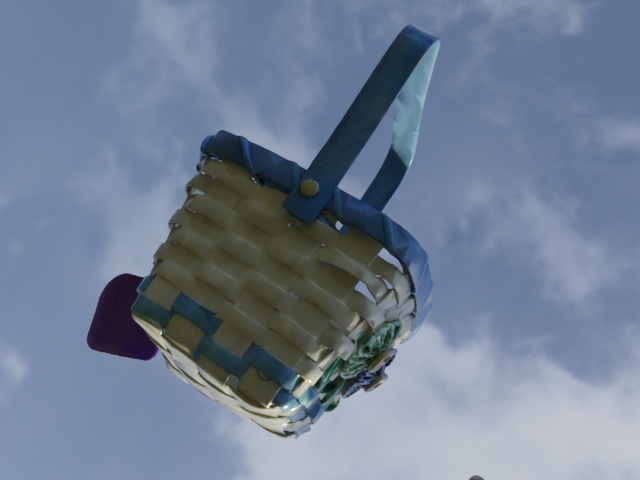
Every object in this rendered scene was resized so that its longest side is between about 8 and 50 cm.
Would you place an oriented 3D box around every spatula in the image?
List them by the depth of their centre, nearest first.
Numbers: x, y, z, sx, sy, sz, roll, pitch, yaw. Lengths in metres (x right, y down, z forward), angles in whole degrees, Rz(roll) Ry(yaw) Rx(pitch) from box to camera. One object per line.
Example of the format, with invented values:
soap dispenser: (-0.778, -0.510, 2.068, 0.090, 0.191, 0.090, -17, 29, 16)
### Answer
spatula: (-0.094, 0.096, 0.941, 0.296, 0.030, 0.084, 12, -100, 15)

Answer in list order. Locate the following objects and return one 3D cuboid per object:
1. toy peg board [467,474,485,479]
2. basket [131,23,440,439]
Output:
toy peg board: (0.127, 0.303, 0.755, 0.161, 0.079, 0.161, 41, -77, 12)
basket: (0.000, 0.000, 0.750, 0.201, 0.255, 0.289, 27, -105, 11)
